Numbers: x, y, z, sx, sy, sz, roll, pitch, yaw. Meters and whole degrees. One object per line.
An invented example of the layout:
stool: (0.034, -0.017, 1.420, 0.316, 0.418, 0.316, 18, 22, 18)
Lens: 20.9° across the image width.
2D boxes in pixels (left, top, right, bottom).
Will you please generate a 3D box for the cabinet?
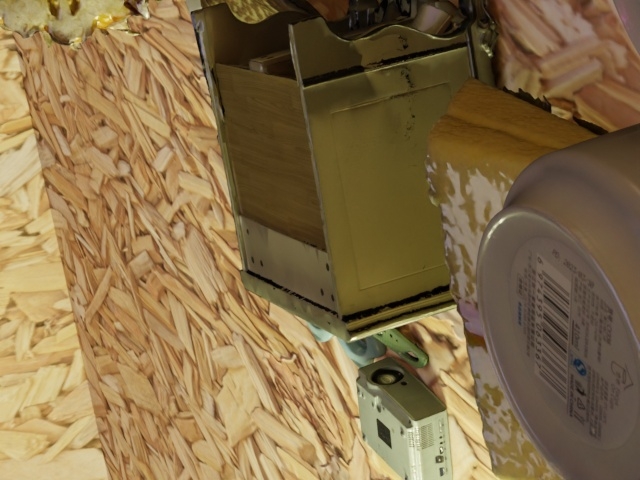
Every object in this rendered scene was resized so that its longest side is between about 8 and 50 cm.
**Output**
cabinet: (0.043, -0.103, 1.779, 0.290, 0.227, 0.318, 22, 125, 65)

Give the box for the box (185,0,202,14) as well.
box: (-0.133, -0.444, 2.100, 0.200, 0.106, 0.299, -23, 87, 68)

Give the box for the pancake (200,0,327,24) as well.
pancake: (-0.046, -0.231, 2.009, 0.250, 0.031, 0.250, 36, 160, 15)

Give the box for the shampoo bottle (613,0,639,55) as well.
shampoo bottle: (0.308, -0.196, 0.955, 0.273, 0.266, 0.273, 52, 152, 41)

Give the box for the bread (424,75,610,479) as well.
bread: (0.286, 0.061, 1.526, 0.405, 0.242, 0.345, 7, 111, 24)

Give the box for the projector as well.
projector: (0.101, 0.227, 2.136, 0.147, 0.061, 0.115, 39, 141, 54)

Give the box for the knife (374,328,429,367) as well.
knife: (0.031, 0.075, 2.153, 0.293, 0.020, 0.043, 38, 145, 33)

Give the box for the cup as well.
cup: (0.301, 0.016, 1.065, 0.323, 0.327, 0.237, -23, 86, 68)

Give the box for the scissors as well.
scissors: (0.001, -0.001, 2.186, 0.191, 0.029, 0.360, 31, 140, 47)

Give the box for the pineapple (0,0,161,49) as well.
pineapple: (-0.218, -0.377, 2.044, 0.344, 0.209, 0.286, -52, 10, 20)
